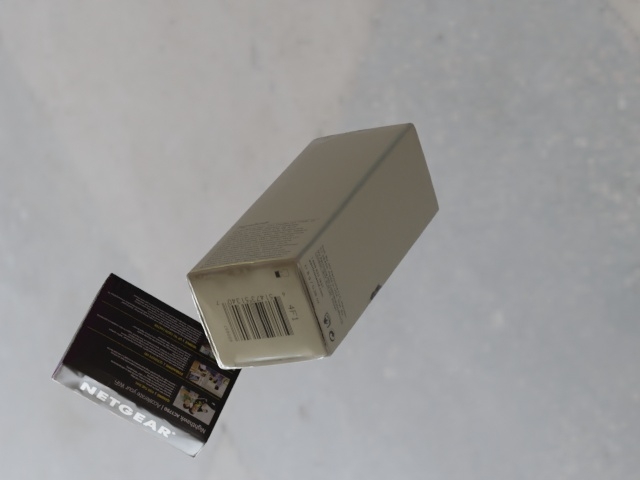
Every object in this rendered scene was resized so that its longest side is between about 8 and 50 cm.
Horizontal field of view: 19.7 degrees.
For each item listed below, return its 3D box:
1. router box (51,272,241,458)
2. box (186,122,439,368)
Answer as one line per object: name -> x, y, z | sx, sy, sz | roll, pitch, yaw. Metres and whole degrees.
router box -> -0.182, 0.134, 1.989 | 0.046, 0.179, 0.133 | -52, 10, 51
box -> 0.000, 0.000, 1.569 | 0.113, 0.275, 0.094 | -7, 113, 29
